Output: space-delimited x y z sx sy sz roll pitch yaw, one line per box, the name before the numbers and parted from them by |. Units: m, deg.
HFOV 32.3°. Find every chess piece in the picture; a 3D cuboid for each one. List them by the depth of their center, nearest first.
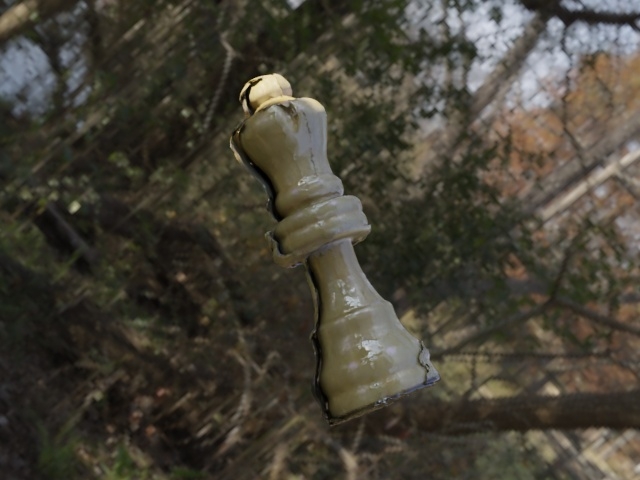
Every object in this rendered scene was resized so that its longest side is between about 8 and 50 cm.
chess piece | 0.000 0.000 0.537 0.060 0.060 0.172 29 39 -79
